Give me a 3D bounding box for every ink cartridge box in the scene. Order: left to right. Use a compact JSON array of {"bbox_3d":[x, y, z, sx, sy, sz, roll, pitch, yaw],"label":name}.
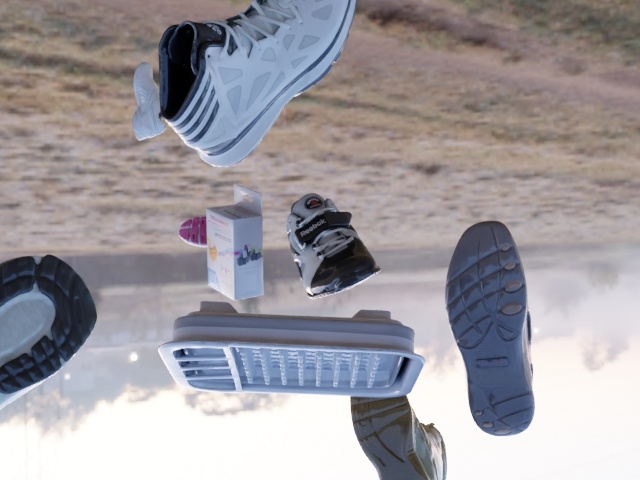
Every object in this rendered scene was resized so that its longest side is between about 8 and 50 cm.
[{"bbox_3d":[-0.150,0.001,1.708,0.061,0.181,0.104,-9,-163,-32],"label":"ink cartridge box"}]

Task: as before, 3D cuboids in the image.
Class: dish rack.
[{"bbox_3d":[-0.035,0.147,1.312,0.333,0.072,0.285,3,159,0],"label":"dish rack"}]

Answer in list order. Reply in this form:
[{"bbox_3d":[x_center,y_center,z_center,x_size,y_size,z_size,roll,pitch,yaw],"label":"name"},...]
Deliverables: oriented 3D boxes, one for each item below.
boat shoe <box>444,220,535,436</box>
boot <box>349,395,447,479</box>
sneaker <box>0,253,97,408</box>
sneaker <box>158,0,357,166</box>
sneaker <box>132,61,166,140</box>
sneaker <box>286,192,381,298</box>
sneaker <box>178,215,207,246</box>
[{"bbox_3d":[0.278,0.137,1.603,0.132,0.355,0.130,-2,-168,14],"label":"boat shoe"},{"bbox_3d":[0.131,0.303,1.555,0.095,0.262,0.203,-23,177,14],"label":"boot"},{"bbox_3d":[-0.436,0.172,1.063,0.410,0.158,0.182,-35,-172,-25],"label":"sneaker"},{"bbox_3d":[-0.112,-0.351,1.712,0.169,0.447,0.257,35,179,26],"label":"sneaker"},{"bbox_3d":[-0.304,-0.254,1.780,0.061,0.152,0.054,-8,161,11],"label":"sneaker"},{"bbox_3d":[0.000,0.000,1.626,0.122,0.146,0.330,-24,-166,-10],"label":"sneaker"},{"bbox_3d":[-0.200,-0.011,2.000,0.170,0.063,0.075,-2,162,3],"label":"sneaker"}]
